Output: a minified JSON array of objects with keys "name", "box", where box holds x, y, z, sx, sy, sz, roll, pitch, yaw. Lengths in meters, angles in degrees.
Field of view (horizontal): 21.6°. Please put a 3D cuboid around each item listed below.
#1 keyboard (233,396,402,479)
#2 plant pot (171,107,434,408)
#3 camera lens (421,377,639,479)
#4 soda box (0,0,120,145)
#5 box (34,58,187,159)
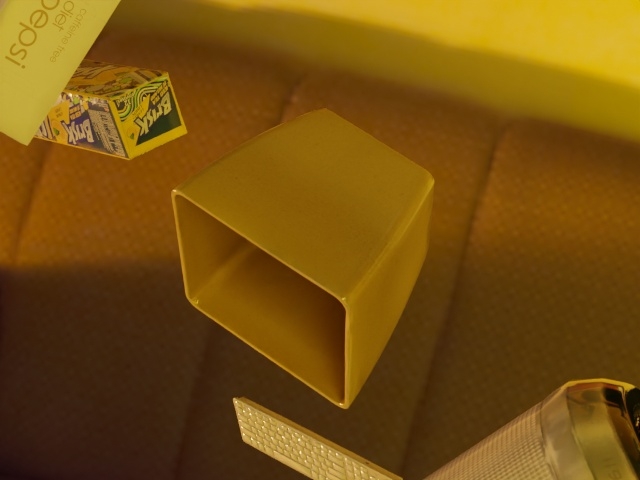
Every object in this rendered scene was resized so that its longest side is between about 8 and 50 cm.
[{"name":"keyboard","box":[-0.001,0.249,1.898,0.256,0.072,0.014,23,42,36]},{"name":"plant pot","box":[0.000,0.000,1.660,0.212,0.212,0.187,33,63,20]},{"name":"camera lens","box":[0.100,0.216,0.828,0.219,0.274,0.219,49,16,-19]},{"name":"soda box","box":[-0.180,-0.179,1.178,0.069,0.216,0.074,29,16,-22]},{"name":"box","box":[-0.180,-0.109,1.358,0.059,0.054,0.169,-28,25,-29]}]
